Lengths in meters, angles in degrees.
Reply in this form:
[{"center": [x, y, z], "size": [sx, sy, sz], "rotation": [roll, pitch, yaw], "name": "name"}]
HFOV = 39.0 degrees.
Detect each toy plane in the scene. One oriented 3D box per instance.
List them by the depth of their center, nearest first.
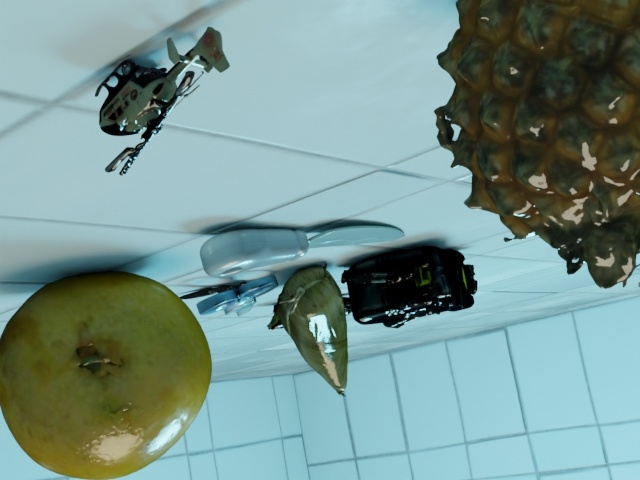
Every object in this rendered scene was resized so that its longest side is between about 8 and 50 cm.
[{"center": [-0.100, -0.090, 0.551], "size": [0.121, 0.049, 0.031], "rotation": [-38, 155, 31], "name": "toy plane"}]

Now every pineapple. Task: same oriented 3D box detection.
[{"center": [0.144, -0.067, 0.499], "size": [0.166, 0.193, 0.166], "rotation": [-4, 163, -1], "name": "pineapple"}]

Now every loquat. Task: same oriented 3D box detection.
[{"center": [-0.267, 0.166, 1.126], "size": [0.263, 0.263, 0.263], "rotation": [-9, 168, -2], "name": "loquat"}]

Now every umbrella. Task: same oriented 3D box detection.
[{"center": [-0.172, 0.078, 1.385], "size": [0.122, 0.013, 0.022], "rotation": [-14, -172, 12], "name": "umbrella"}]

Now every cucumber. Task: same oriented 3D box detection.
[{"center": [-0.013, 0.134, 1.693], "size": [0.181, 0.053, 0.053], "rotation": [-7, 168, -18], "name": "cucumber"}]

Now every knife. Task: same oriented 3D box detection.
[{"center": [0.001, -0.001, 1.105], "size": [0.331, 0.044, 0.080], "rotation": [-8, 163, -40], "name": "knife"}]

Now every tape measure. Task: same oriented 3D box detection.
[{"center": [0.133, 0.076, 1.393], "size": [0.186, 0.112, 0.199], "rotation": [-13, 167, 23], "name": "tape measure"}]

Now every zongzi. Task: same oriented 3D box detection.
[{"center": [0.004, 0.143, 1.392], "size": [0.099, 0.197, 0.194], "rotation": [-24, 168, -10], "name": "zongzi"}]

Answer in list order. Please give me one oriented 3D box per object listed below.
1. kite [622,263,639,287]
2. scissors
[{"center": [0.484, 0.009, 1.208], "size": [0.127, 0.016, 0.229], "rotation": [0, 152, -22], "name": "kite"}, {"center": [-0.129, 0.096, 1.433], "size": [0.125, 0.030, 0.256], "rotation": [-21, 173, -7], "name": "scissors"}]
